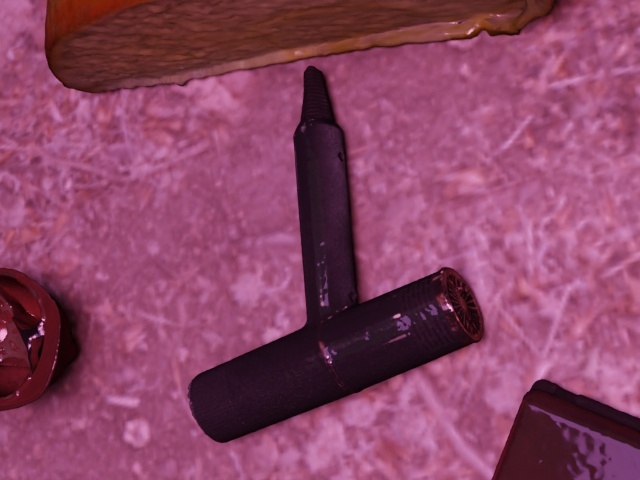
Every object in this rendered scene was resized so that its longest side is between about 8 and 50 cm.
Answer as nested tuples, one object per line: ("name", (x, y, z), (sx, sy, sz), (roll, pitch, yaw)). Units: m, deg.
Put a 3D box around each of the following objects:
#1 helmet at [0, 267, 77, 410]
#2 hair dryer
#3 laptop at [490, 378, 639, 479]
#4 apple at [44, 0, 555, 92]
("helmet", (-0.188, 0.067, 0.801), (0.111, 0.057, 0.089), (12, 84, 33))
("hair dryer", (-0.014, 0.001, 0.735), (0.173, 0.050, 0.195), (-25, 66, 20))
("laptop", (0.171, 0.176, 0.619), (0.207, 0.026, 0.154), (21, 93, 29))
("apple", (-0.021, -0.182, 0.723), (0.346, 0.254, 0.179), (-5, 121, 28))
